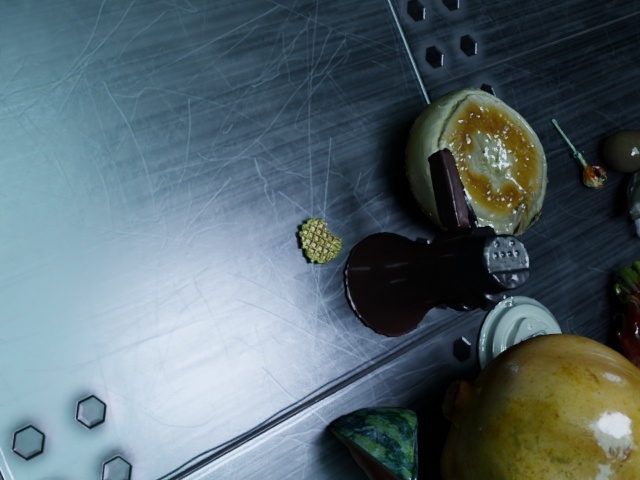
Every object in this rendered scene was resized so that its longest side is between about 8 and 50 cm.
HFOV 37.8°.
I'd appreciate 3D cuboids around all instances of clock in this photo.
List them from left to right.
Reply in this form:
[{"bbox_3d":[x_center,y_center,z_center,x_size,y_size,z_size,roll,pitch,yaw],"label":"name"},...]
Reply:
[{"bbox_3d":[0.413,0.225,1.833,0.236,0.053,0.236,5,79,-30],"label":"clock"}]

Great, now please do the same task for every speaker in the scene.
[{"bbox_3d":[0.213,0.011,1.600,0.198,0.329,0.259,23,63,-27],"label":"speaker"}]

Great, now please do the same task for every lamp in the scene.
[{"bbox_3d":[0.733,-0.125,2.064,0.101,0.101,0.250,53,48,-13],"label":"lamp"}]

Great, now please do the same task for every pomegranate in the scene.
[{"bbox_3d":[0.385,0.357,1.591,0.417,0.417,0.416,6,78,-31],"label":"pomegranate"}]

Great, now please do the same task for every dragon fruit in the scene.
[{"bbox_3d":[0.695,0.192,1.960,0.198,0.200,0.269,-8,46,-27],"label":"dragon fruit"}]

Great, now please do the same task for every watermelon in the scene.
[{"bbox_3d":[0.138,0.368,1.581,0.136,0.207,0.202,-39,121,-4],"label":"watermelon"}]

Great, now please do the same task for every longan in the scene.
[{"bbox_3d":[0.676,-0.195,2.042,0.113,0.113,0.092,-25,127,-33],"label":"longan"}]

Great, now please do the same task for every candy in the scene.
[{"bbox_3d":[0.551,-0.187,2.008,0.184,0.049,0.055,52,28,-4],"label":"candy"}]

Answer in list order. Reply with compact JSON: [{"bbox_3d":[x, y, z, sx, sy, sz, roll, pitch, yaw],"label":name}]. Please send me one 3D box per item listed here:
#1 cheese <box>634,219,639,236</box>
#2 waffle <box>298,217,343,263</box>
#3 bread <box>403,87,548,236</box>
[{"bbox_3d":[0.817,-0.041,2.120,0.286,0.082,0.163,-10,84,-30],"label":"cheese"},{"bbox_3d":[-0.002,0.000,1.637,0.078,0.016,0.085,-37,100,-32],"label":"waffle"},{"bbox_3d":[0.286,-0.132,1.757,0.306,0.159,0.305,9,73,-31],"label":"bread"}]
